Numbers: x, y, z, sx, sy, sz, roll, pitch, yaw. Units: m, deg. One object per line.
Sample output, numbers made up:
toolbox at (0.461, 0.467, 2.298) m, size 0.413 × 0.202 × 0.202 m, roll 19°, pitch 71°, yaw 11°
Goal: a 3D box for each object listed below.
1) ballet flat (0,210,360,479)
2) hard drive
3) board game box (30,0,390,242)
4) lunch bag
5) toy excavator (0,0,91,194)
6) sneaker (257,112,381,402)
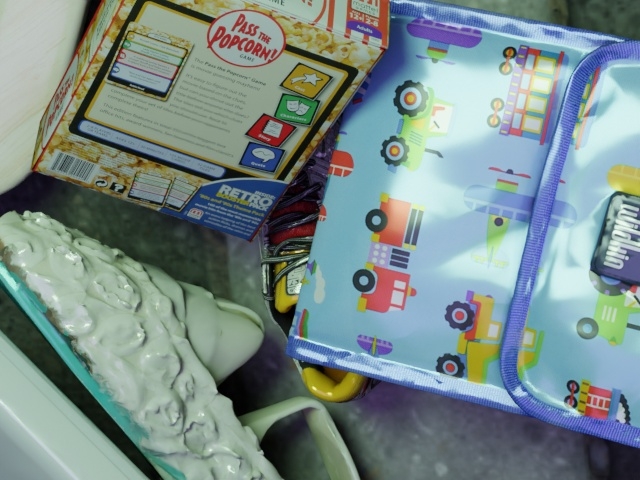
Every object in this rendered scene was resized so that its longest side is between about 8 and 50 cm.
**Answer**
ballet flat at (-0.070, 0.124, 1.209) m, size 0.147 × 0.147 × 0.409 m, roll -27°, pitch 109°, yaw 19°
hard drive at (-0.139, 0.212, 1.207) m, size 0.353 × 0.047 × 0.233 m, roll 44°, pitch 152°, yaw 3°
board game box at (-0.067, -0.088, 1.042) m, size 0.147 × 0.045 × 0.193 m, roll 18°, pitch 139°, yaw -18°
lunch bag at (0.156, -0.003, 1.038) m, size 0.293 × 0.138 × 0.221 m, roll 14°, pitch 91°, yaw 27°
toy excavator at (-0.323, -0.013, 1.208) m, size 0.445 × 0.222 × 0.433 m, roll -9°, pitch 105°, yaw 1°
sneaker at (0.000, 0.000, 1.170) m, size 0.088 × 0.093 × 0.225 m, roll -15°, pitch 102°, yaw 18°
